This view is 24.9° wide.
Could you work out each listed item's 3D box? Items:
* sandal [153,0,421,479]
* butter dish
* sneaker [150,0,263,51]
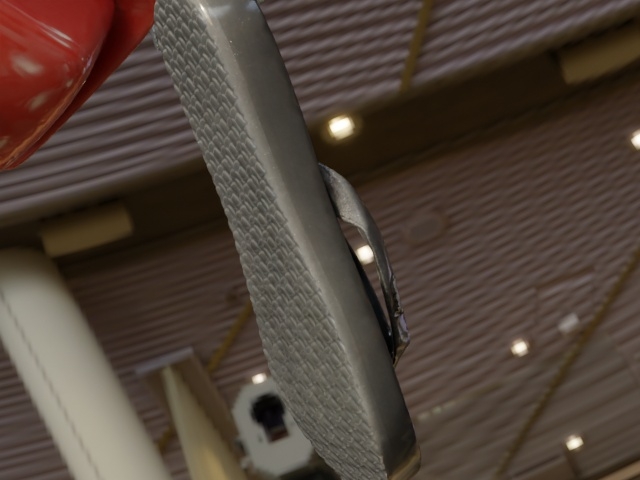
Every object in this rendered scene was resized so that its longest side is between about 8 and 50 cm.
[{"bbox_3d":[0.000,0.000,0.644,0.054,0.097,0.254,-24,-75,-23],"label":"sandal"},{"bbox_3d":[-0.188,-0.094,0.754,0.160,0.118,0.160,34,-61,-27],"label":"butter dish"},{"bbox_3d":[-0.092,-0.256,1.291,0.131,0.112,0.319,-17,1,-12],"label":"sneaker"}]
